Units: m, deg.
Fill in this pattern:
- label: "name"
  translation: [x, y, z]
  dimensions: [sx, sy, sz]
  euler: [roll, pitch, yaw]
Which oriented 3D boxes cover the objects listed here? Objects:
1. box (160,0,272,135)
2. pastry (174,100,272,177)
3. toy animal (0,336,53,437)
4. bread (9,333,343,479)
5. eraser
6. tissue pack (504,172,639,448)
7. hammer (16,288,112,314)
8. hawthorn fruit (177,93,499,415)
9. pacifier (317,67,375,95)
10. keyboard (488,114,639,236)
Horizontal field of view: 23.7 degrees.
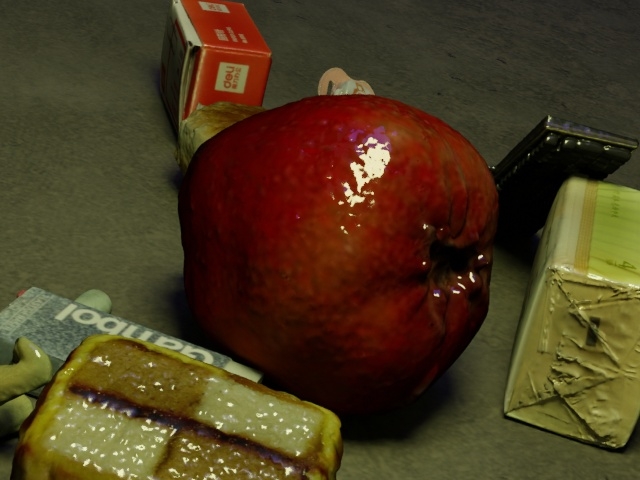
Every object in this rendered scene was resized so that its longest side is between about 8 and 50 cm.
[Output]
- label: "box"
  translation: [-0.127, -0.192, 1.762]
  dimensions: [0.099, 0.133, 0.182]
  euler: [4, 27, -17]
- label: "pastry"
  translation: [-0.056, -0.078, 1.602]
  dimensions: [0.192, 0.093, 0.182]
  euler: [6, 24, -26]
- label: "toy animal"
  translation: [-0.305, 0.097, 1.125]
  dimensions: [0.218, 0.103, 0.101]
  euler: [28, 52, 21]
- label: "bread"
  translation: [-0.094, 0.158, 1.057]
  dimensions: [0.222, 0.096, 0.181]
  euler: [19, 34, 10]
- label: "eraser"
  translation: [-0.160, 0.105, 1.212]
  dimensions: [0.212, 0.046, 0.092]
  euler: [19, 26, 12]
- label: "tissue pack"
  translation: [0.248, 0.059, 1.383]
  dimensions: [0.125, 0.159, 0.234]
  euler: [15, 24, 7]
- label: "hammer"
  translation: [-0.223, 0.055, 1.309]
  dimensions: [0.083, 0.031, 0.052]
  euler: [13, 20, 15]
- label: "hawthorn fruit"
  translation: [0.000, 0.000, 1.295]
  dimensions: [0.265, 0.265, 0.307]
  euler: [-11, 12, -42]
- label: "pacifier"
  translation: [0.023, -0.165, 1.882]
  dimensions: [0.099, 0.081, 0.078]
  euler: [25, -21, -38]
- label: "keyboard"
  translation: [0.219, -0.058, 1.555]
  dimensions: [0.106, 0.027, 0.317]
  euler: [13, -15, -6]
